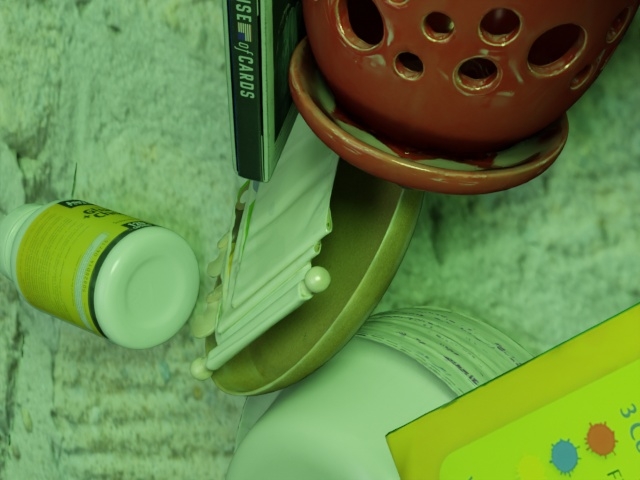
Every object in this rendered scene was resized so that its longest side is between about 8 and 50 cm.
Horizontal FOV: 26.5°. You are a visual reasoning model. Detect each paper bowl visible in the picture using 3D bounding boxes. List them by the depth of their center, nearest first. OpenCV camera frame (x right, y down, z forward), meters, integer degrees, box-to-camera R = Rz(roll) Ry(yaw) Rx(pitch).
[{"bbox_3d":[0.045,0.195,0.905,0.284,0.148,0.284,13,109,43],"label":"paper bowl"}]

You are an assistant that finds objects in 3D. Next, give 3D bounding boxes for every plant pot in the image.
[{"bbox_3d":[0.078,-0.136,0.763,0.191,0.191,0.174,43,137,31],"label":"plant pot"},{"bbox_3d":[0.000,0.000,0.903,0.236,0.032,0.236,-45,28,32],"label":"plant pot"}]

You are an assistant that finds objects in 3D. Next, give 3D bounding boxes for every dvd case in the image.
[{"bbox_3d":[-0.016,-0.176,0.805,0.030,0.179,0.238,15,145,9],"label":"dvd case"}]

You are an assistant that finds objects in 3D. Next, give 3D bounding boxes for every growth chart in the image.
[{"bbox_3d":[-0.024,-0.028,0.917,0.172,0.021,0.237,-32,37,50],"label":"growth chart"}]

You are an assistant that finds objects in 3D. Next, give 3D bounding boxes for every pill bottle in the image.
[{"bbox_3d":[-0.195,0.022,1.144,0.184,0.103,0.103,17,112,43],"label":"pill bottle"}]

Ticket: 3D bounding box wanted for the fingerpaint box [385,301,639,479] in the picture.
[{"bbox_3d":[0.276,0.211,0.555,0.371,0.163,0.444,-35,68,39],"label":"fingerpaint box"}]
